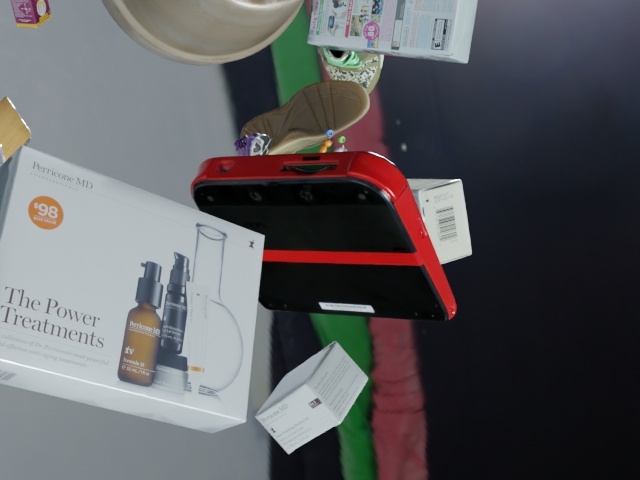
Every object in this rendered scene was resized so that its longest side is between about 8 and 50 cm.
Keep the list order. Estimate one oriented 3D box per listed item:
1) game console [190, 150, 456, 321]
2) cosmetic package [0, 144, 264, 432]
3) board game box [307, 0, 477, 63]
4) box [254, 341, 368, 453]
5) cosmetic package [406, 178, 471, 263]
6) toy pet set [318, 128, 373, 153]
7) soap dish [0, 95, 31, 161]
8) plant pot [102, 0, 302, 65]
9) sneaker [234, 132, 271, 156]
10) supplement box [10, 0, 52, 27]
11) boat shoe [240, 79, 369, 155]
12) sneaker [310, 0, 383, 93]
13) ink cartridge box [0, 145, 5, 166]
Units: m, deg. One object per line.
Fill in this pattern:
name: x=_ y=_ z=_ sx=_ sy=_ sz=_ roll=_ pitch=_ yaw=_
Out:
game console: x=0.000 y=0.000 z=1.544 sx=0.387 sy=0.060 sz=0.342 roll=1 pitch=-42 yaw=33
cosmetic package: x=-0.263 y=0.074 z=1.273 sx=0.097 sy=0.377 sz=0.284 roll=-29 pitch=-131 yaw=46
board game box: x=0.138 y=-0.461 z=1.792 sx=0.303 sy=0.097 sz=0.223 roll=13 pitch=-81 yaw=28
box: x=-0.018 y=0.347 z=2.119 sx=0.119 sy=0.182 sz=0.181 roll=48 pitch=-55 yaw=-5
cosmetic package: x=0.167 y=-0.044 z=1.992 sx=0.309 sy=0.113 sz=0.160 roll=10 pitch=-69 yaw=60
toy pet set: x=0.057 y=-0.147 z=1.902 sx=0.065 sy=0.122 sz=0.114 roll=7 pitch=-105 yaw=62
soap dish: x=-0.698 y=-0.136 z=1.906 sx=0.118 sy=0.229 sz=0.291 roll=36 pitch=-30 yaw=-16
plant pot: x=-0.128 y=-0.396 z=1.281 sx=0.280 sy=0.323 sz=0.323 roll=-154 pitch=-128 yaw=-66
sneaker: x=-0.148 y=-0.188 z=1.980 sx=0.071 sy=0.068 sz=0.170 roll=33 pitch=-11 yaw=-2
supplement box: x=-0.509 y=-0.421 z=1.675 sx=0.043 sy=0.055 sz=0.083 roll=7 pitch=-53 yaw=18
boat shoe: x=-0.023 y=-0.274 z=2.171 sx=0.341 sy=0.110 sz=0.121 roll=-16 pitch=-98 yaw=32
sneaker: x=0.039 y=-0.437 z=2.092 sx=0.410 sy=0.158 sz=0.182 roll=73 pitch=27 yaw=-53
ink cartridge box: x=-0.660 y=-0.081 z=1.506 sx=0.273 sy=0.198 sz=0.114 roll=13 pitch=-48 yaw=17
